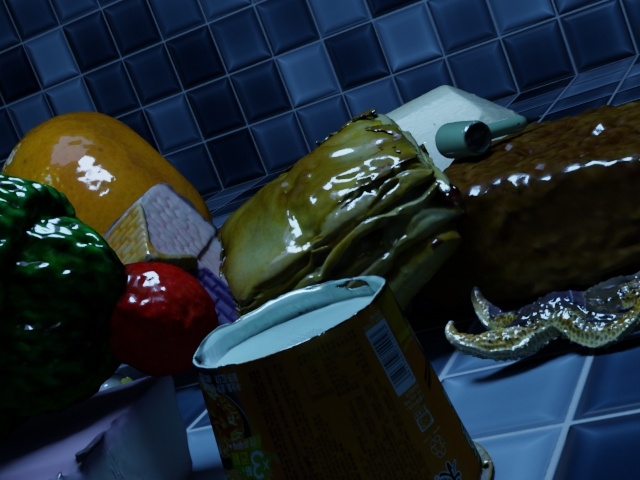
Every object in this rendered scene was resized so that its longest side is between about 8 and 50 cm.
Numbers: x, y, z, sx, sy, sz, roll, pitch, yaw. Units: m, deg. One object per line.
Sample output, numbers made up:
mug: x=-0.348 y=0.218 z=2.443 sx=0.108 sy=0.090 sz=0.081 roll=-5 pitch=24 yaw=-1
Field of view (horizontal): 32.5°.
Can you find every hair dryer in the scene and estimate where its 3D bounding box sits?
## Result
hair dryer: x=0.227 y=-0.140 z=1.416 sx=0.150 sy=0.047 sz=0.071 roll=-15 pitch=9 yaw=-25

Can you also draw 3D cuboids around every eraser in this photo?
eraser: x=-0.334 y=0.272 z=1.120 sx=0.359 sy=0.122 sz=0.272 roll=-17 pitch=10 yaw=18

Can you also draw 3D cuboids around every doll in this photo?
doll: x=-0.301 y=0.214 z=1.508 sx=0.143 sy=0.057 sz=0.099 roll=-16 pitch=31 yaw=52

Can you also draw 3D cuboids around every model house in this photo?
model house: x=-0.228 y=0.085 z=1.532 sx=0.202 sy=0.237 sz=0.237 roll=-41 pitch=9 yaw=17

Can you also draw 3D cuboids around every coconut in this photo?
coconut: x=0.203 y=-0.119 z=1.697 sx=0.266 sy=0.237 sz=0.237 roll=-21 pitch=11 yaw=-6

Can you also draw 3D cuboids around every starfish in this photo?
starfish: x=0.242 y=0.075 z=1.132 sx=0.238 sy=0.071 sz=0.216 roll=-14 pitch=3 yaw=-16

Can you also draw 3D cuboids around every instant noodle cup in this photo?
instant noodle cup: x=0.005 y=0.145 z=0.915 sx=0.230 sy=0.182 sz=0.230 roll=-21 pitch=12 yaw=5

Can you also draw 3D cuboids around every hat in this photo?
hat: x=-0.270 y=0.081 z=1.105 sx=0.332 sy=0.274 sz=0.242 roll=9 pitch=26 yaw=7

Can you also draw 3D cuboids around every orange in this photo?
orange: x=-0.395 y=-0.031 z=1.982 sx=0.326 sy=0.424 sz=0.424 roll=-50 pitch=15 yaw=-6

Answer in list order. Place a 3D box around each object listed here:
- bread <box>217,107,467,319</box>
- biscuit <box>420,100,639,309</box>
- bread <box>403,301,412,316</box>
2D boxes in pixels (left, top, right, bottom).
bread: x=0.000 y=0.000 z=1.295 sx=0.324 sy=0.167 sz=0.277 roll=-48 pitch=28 yaw=11
biscuit: x=0.332 y=-0.062 z=1.351 sx=0.395 sy=0.166 sz=0.342 roll=-13 pitch=16 yaw=33
bread: x=0.078 y=0.090 z=1.433 sx=0.083 sy=0.036 sz=0.047 roll=-18 pitch=14 yaw=26
